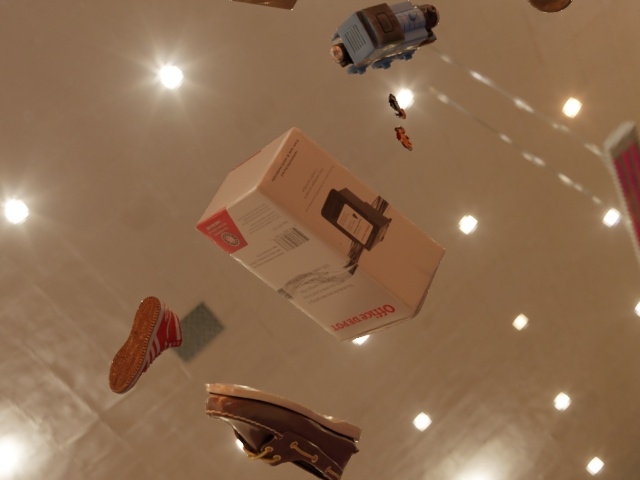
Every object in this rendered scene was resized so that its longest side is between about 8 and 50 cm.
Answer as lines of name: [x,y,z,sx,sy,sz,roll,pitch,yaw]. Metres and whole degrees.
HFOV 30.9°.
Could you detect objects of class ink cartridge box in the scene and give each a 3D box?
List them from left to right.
ink cartridge box: [0.000,0.000,0.857,0.150,0.109,0.063,38,-120,-16]

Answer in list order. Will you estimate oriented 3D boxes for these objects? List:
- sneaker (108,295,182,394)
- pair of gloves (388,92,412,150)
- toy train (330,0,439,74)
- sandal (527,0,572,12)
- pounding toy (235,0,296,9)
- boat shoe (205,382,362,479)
sneaker: [-0.201,0.130,1.355,0.119,0.042,0.067,-66,-29,-12]
pair of gloves: [0.119,-0.174,1.711,0.010,0.083,0.074,-18,-17,17]
toy train: [0.097,-0.298,1.678,0.184,0.080,0.105,-22,-6,-37]
sandal: [0.198,-0.285,1.101,0.180,0.072,0.049,59,-143,-35]
pounding toy: [-0.082,-0.368,1.374,0.130,0.141,0.100,6,-24,-18]
boat shoe: [-0.056,0.280,1.675,0.324,0.116,0.097,31,-107,-50]
